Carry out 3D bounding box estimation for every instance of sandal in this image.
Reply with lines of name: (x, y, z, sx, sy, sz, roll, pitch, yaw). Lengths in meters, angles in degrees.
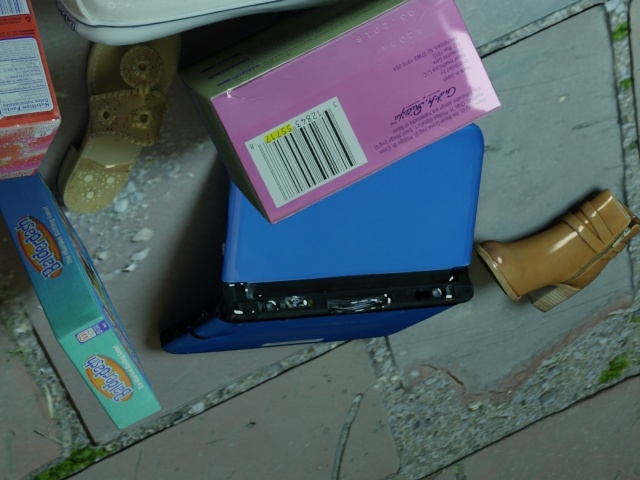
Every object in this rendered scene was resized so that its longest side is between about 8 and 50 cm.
sandal: (-0.166, -0.100, 1.747, 0.088, 0.079, 0.240, -2, 134, -32)

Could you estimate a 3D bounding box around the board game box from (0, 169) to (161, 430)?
board game box: (-0.221, 0.045, 1.769, 0.047, 0.210, 0.160, -28, 142, -3)

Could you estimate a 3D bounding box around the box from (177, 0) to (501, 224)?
box: (0.009, -0.128, 1.685, 0.214, 0.243, 0.117, -27, 104, -5)

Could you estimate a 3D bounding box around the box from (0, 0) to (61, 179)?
box: (-0.347, -0.109, 1.547, 0.257, 0.128, 0.122, -11, 163, -22)

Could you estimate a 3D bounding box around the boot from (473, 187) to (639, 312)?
boot: (0.258, -0.001, 2.149, 0.152, 0.073, 0.197, -41, 153, 15)

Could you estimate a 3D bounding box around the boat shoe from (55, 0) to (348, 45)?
boat shoe: (-0.039, -0.271, 1.581, 0.367, 0.135, 0.156, -15, 161, -9)

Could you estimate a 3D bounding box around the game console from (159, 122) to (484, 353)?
game console: (0.000, 0.000, 2.015, 0.293, 0.173, 0.250, -3, 166, -30)
